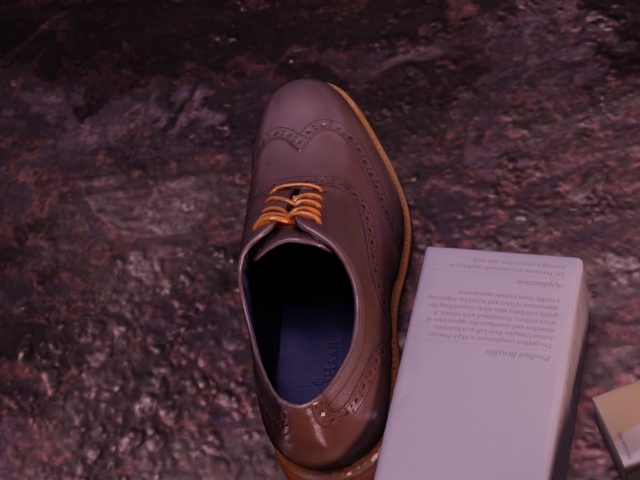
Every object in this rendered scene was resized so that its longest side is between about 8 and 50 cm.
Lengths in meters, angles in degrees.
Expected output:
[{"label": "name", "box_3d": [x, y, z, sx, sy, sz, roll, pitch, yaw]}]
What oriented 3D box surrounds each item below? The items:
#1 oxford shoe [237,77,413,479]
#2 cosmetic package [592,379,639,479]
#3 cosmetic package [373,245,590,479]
[{"label": "oxford shoe", "box_3d": [0.000, 0.000, 1.020, 0.130, 0.132, 0.363, -14, 54, 8]}, {"label": "cosmetic package", "box_3d": [0.248, 0.118, 0.923, 0.115, 0.041, 0.060, -22, 54, 1]}, {"label": "cosmetic package", "box_3d": [0.112, 0.122, 0.936, 0.117, 0.085, 0.231, 5, 60, 20]}]
